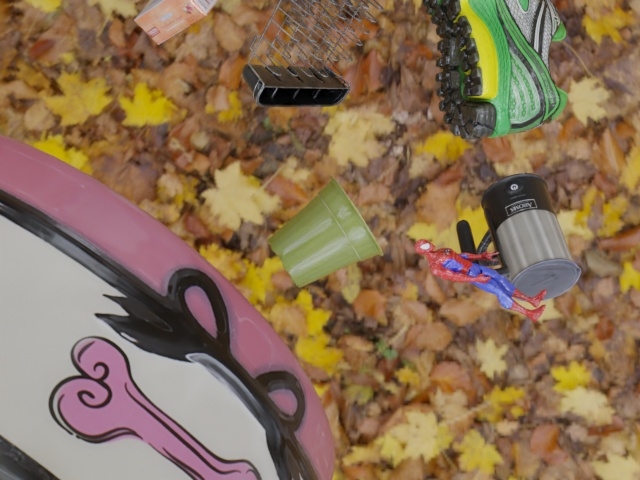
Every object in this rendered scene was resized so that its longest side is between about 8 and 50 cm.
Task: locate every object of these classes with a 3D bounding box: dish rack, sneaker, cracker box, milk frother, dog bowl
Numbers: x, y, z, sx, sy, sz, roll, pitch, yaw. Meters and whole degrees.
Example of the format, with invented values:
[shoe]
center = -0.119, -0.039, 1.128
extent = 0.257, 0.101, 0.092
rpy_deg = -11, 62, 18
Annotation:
[dish rack]
center = 0.006, -0.332, 1.486
extent = 0.074, 0.208, 0.271
rpy_deg = 48, 124, 25
[sneaker]
center = 0.210, -0.287, 1.174
extent = 0.146, 0.134, 0.343
rpy_deg = -3, 81, -19
[cracker box]
center = -0.216, -0.467, 1.726
extent = 0.156, 0.232, 0.067
rpy_deg = -14, 128, 47
[milk frother]
center = 0.246, 0.018, 1.179
extent = 0.129, 0.134, 0.143
rpy_deg = -27, 140, 21
[dog bowl]
center = -0.171, 0.103, 0.558
extent = 0.408, 0.150, 0.408
rpy_deg = 24, 146, 17

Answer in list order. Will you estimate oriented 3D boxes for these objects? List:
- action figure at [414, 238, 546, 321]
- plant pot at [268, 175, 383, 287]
[action figure]
center = 0.130, 0.027, 0.791
extent = 0.115, 0.038, 0.030
rpy_deg = 23, 128, 0
[plant pot]
center = 0.000, 0.000, 0.844
extent = 0.079, 0.083, 0.083
rpy_deg = -34, 111, -1
